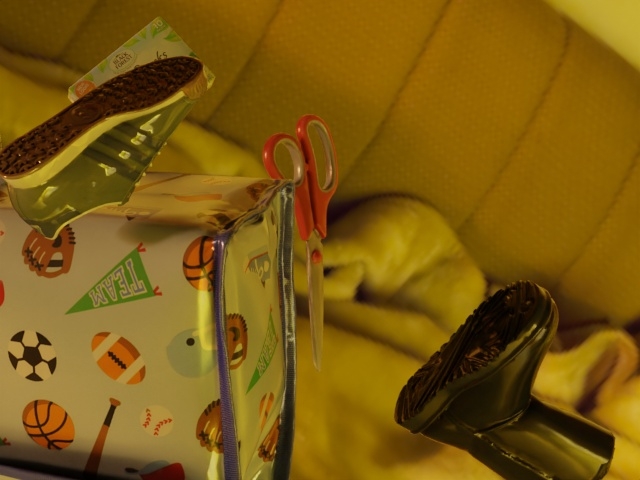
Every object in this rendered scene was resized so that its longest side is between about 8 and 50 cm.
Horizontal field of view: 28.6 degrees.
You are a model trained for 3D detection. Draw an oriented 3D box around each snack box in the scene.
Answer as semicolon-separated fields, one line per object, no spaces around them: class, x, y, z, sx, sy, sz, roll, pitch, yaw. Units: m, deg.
snack box;-0.208;-0.179;1.464;0.100;0.141;0.037;47;-17;1

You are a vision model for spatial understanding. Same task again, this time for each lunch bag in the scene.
lunch bag;-0.196;0.141;1.169;0.328;0.385;0.239;5;19;16

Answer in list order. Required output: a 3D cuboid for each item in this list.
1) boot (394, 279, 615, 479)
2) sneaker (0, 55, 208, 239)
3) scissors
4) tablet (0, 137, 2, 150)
boot;0.221;0.161;1.278;0.207;0.246;0.094;28;42;-14
sneaker;-0.168;-0.072;1.019;0.192;0.086;0.064;-35;45;-25
scissors;0.000;0.000;1.497;0.109;0.021;0.297;-21;101;-44
tablet;-0.353;-0.122;1.258;0.083;0.054;0.006;18;36;27
